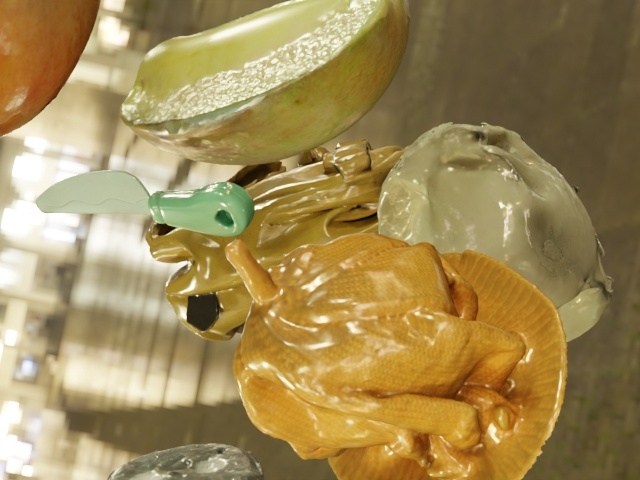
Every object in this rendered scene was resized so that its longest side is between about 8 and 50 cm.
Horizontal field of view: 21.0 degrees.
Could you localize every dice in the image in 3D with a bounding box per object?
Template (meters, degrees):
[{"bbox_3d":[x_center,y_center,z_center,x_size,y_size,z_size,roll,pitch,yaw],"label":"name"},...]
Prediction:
[{"bbox_3d":[-0.148,0.346,1.979,0.181,0.183,0.182,-137,38,-72],"label":"dice"}]

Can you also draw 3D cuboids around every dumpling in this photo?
[{"bbox_3d":[0.140,0.011,1.446,0.172,0.247,0.142,-30,27,20],"label":"dumpling"}]

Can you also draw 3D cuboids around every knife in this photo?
[{"bbox_3d":[-0.186,-0.042,1.729,0.034,0.260,0.063,-59,-36,-42],"label":"knife"}]

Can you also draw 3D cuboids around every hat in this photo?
[{"bbox_3d":[0.017,0.051,1.227,0.233,0.233,0.244,-19,47,39],"label":"hat"}]

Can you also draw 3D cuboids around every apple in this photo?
[{"bbox_3d":[-0.045,-0.119,1.410,0.120,0.265,0.193,62,-149,-22],"label":"apple"}]

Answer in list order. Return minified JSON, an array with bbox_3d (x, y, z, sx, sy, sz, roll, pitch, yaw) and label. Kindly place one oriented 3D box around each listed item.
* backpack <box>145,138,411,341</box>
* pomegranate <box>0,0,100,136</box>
[{"bbox_3d":[0.000,-0.006,1.989,0.378,0.354,0.201,-31,-73,-59],"label":"backpack"},{"bbox_3d":[-0.275,-0.201,1.246,0.270,0.252,0.229,-43,8,47],"label":"pomegranate"}]
